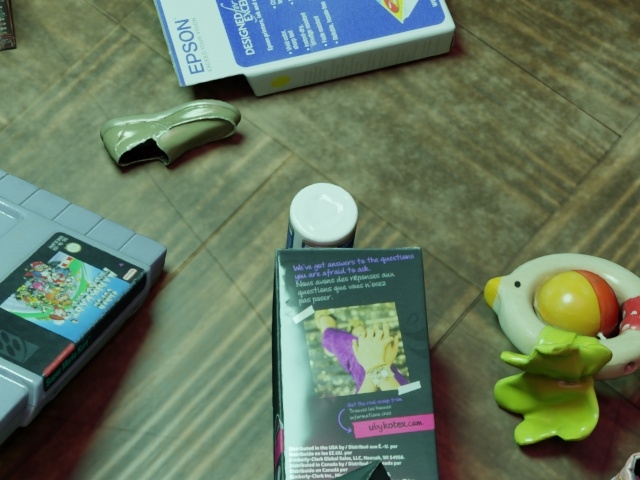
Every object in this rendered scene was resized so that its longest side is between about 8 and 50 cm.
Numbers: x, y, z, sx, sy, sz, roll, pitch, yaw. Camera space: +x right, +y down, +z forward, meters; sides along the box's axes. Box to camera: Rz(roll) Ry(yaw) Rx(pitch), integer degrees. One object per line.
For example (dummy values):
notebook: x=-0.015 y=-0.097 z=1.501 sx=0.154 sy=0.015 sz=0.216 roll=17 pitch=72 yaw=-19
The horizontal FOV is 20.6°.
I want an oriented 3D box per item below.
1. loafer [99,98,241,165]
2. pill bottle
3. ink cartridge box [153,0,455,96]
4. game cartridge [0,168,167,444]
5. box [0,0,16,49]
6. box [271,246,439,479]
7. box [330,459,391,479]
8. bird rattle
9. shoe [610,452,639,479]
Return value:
loafer: x=-0.153 y=-0.107 z=1.823 sx=0.148 sy=0.056 sz=0.050 roll=-12 pitch=63 yaw=1
pill bottle: x=0.000 y=0.000 z=1.735 sx=0.067 sy=0.120 sz=0.067 roll=2 pitch=61 yaw=-3
ink cartridge box: x=-0.043 y=-0.307 z=1.934 sx=0.307 sy=0.072 sz=0.304 roll=-14 pitch=64 yaw=-9
game cartridge: x=-0.307 y=0.050 z=1.626 sx=0.230 sy=0.068 sz=0.355 roll=20 pitch=30 yaw=11
box: x=-0.343 y=-0.277 z=1.852 sx=0.027 sy=0.137 sz=0.094 roll=-8 pitch=62 yaw=-9
box: x=0.027 y=0.160 z=1.624 sx=0.143 sy=0.165 sz=0.270 roll=0 pitch=61 yaw=-3
box: x=-0.029 y=0.322 z=1.459 sx=0.261 sy=0.103 sz=0.184 roll=-26 pitch=99 yaw=21
bird rattle: x=0.274 y=0.080 z=1.715 sx=0.253 sy=0.143 sz=0.207 roll=-21 pitch=49 yaw=-18
shoe: x=0.322 y=0.284 z=1.626 sx=0.063 sy=0.081 sz=0.178 roll=-18 pitch=64 yaw=-13
